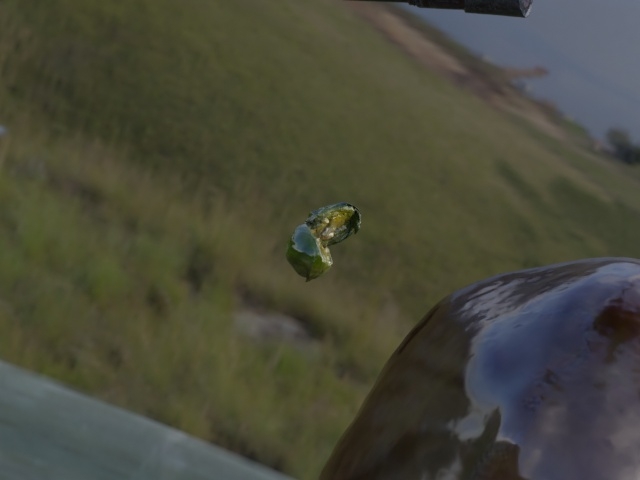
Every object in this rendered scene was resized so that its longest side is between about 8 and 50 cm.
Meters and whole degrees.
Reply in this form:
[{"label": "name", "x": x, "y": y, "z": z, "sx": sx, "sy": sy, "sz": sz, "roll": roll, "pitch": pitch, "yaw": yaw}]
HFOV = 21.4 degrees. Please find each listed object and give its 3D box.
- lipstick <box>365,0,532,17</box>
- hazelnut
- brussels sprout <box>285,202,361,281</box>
[{"label": "lipstick", "x": 0.101, "y": -0.259, "z": 1.741, "sx": 0.234, "sy": 0.053, "sz": 0.053, "roll": 5, "pitch": 14, "yaw": 24}, {"label": "hazelnut", "x": 0.162, "y": 0.200, "z": 1.200, "sx": 0.359, "sy": 0.359, "sz": 0.409, "roll": 28, "pitch": 63, "yaw": 13}, {"label": "brussels sprout", "x": 0.000, "y": -0.001, "z": 1.544, "sx": 0.051, "sy": 0.046, "sz": 0.083, "roll": 21, "pitch": 49, "yaw": 24}]
